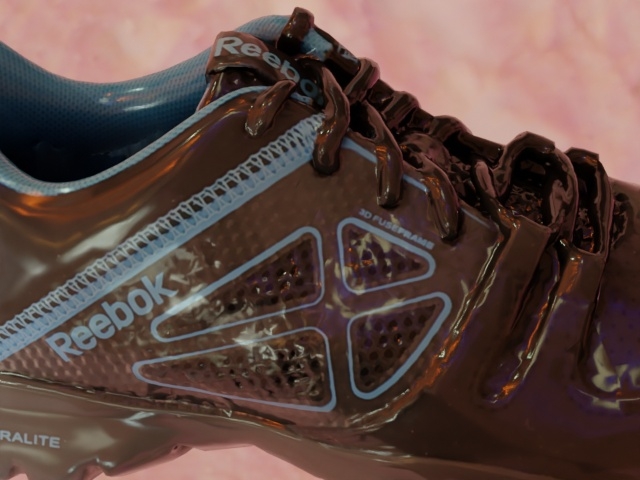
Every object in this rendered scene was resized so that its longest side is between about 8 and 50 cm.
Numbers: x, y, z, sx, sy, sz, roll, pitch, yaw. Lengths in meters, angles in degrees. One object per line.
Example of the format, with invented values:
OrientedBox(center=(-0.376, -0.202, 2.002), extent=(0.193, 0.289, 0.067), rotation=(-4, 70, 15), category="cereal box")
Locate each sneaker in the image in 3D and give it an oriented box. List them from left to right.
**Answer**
OrientedBox(center=(0.018, 0.005, 0.512), extent=(0.340, 0.125, 0.140), rotation=(0, 119, 7), category="sneaker")
